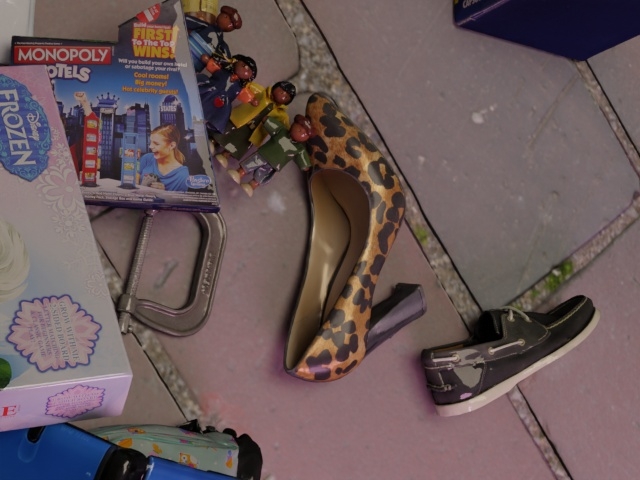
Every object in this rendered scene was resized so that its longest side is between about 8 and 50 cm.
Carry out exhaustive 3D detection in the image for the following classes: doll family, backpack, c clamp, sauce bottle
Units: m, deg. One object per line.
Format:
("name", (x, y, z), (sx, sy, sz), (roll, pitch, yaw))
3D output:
("doll family", (-0.082, -0.140, 1.401), (0.111, 0.076, 0.193), (-42, 111, 1))
("backpack", (-0.146, 0.219, 1.264), (0.182, 0.115, 0.151), (14, 74, -26))
("c clamp", (-0.152, 0.021, 1.363), (0.137, 0.022, 0.160), (27, 66, -24))
("sauce bottle", (-0.119, -0.268, 1.442), (0.042, 0.042, 0.128), (13, 73, -29))

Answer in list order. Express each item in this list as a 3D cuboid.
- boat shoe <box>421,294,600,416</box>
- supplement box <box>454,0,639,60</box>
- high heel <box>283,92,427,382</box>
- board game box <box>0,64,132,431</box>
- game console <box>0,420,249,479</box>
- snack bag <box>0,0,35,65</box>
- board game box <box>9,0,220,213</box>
("boat shoe", (0.204, 0.103, 1.530), (0.233, 0.084, 0.079), (-25, 93, -31))
("supplement box", (0.283, -0.413, 1.639), (0.195, 0.194, 0.356), (11, 72, -30))
("high heel", (0.000, 0.000, 1.417), (0.186, 0.093, 0.261), (-31, 105, -40))
("board game box", (-0.336, 0.006, 1.120), (0.318, 0.066, 0.318), (-6, 56, -24))
("game console", (-0.208, 0.292, 1.170), (0.293, 0.250, 0.173), (-69, 160, -3))
("snack bag", (-0.378, -0.311, 1.233), (0.343, 0.037, 0.323), (5, 94, -35))
("board game box", (-0.183, -0.128, 1.324), (0.194, 0.060, 0.194), (4, 85, -6))
